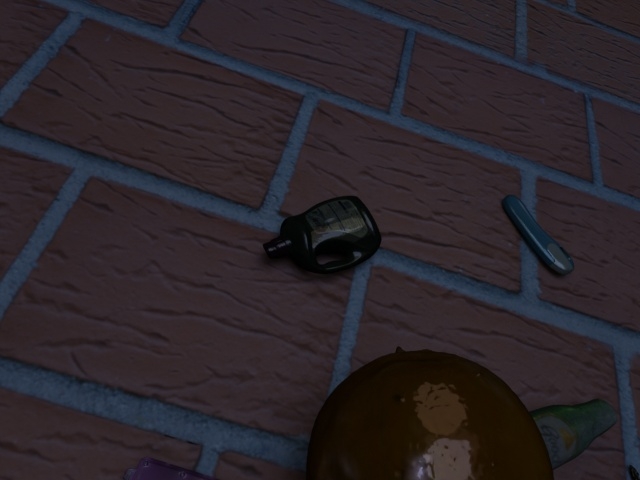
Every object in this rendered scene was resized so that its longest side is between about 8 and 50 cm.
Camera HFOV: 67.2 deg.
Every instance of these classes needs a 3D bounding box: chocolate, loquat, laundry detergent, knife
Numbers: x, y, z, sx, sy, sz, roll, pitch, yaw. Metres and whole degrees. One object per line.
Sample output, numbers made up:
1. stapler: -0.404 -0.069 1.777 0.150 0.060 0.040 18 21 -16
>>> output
1. chocolate: 0.383 0.335 0.818 0.291 0.110 0.110 -9 63 -23
2. loquat: 0.138 0.310 0.631 0.328 0.328 0.329 7 59 -12
3. laundry detergent: 0.000 0.000 0.917 0.221 0.078 0.144 -21 72 -26
4. knife: 0.488 -0.015 1.090 0.064 0.031 0.222 -20 64 -21

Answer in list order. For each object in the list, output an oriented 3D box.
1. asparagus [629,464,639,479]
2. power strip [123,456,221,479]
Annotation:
1. asparagus: 0.560 0.456 0.843 0.015 0.014 0.114 24 55 -21
2. power strip: -0.143 0.387 0.655 0.278 0.038 0.109 19 36 -4
